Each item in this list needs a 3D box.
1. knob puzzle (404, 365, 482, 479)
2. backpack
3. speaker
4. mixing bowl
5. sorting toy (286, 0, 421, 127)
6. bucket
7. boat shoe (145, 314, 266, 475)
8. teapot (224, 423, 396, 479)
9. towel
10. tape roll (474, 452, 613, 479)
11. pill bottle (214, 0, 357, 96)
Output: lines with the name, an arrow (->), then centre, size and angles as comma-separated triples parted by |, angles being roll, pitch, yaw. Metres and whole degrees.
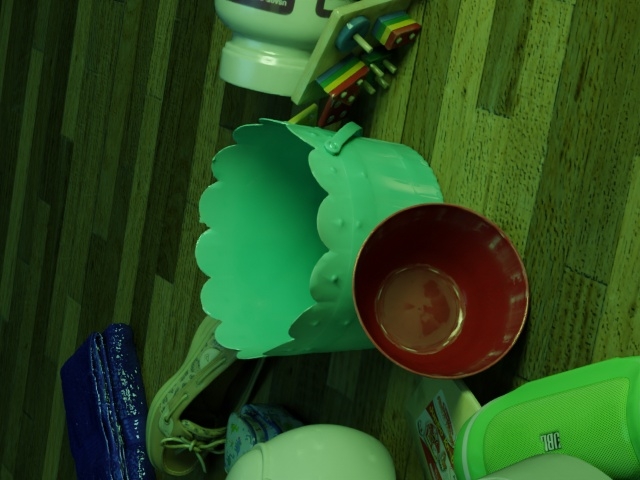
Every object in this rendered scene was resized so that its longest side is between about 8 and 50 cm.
knob puzzle -> 0.146, 0.215, 1.537 | 0.213, 0.030, 0.213 | 172, 90, -73
backpack -> -0.066, 0.263, 1.848 | 0.114, 0.084, 0.105 | 25, 111, 53
speaker -> 0.247, 0.177, 1.319 | 0.296, 0.131, 0.131 | -27, 65, 54
mixing bowl -> 0.112, 0.061, 1.526 | 0.098, 0.181, 0.181 | 123, 142, -71
sorting toy -> 0.043, -0.201, 1.679 | 0.046, 0.132, 0.274 | 46, 132, 20
bucket -> 0.000, 0.000, 1.672 | 0.281, 0.183, 0.281 | -8, 80, 57
boat shoe -> -0.151, 0.214, 1.969 | 0.089, 0.104, 0.285 | 58, 134, 46
teapot -> -0.040, 0.310, 1.652 | 0.252, 0.187, 0.256 | -97, 25, -61
towel -> -0.335, 0.301, 2.280 | 0.227, 0.076, 0.308 | -39, 56, 49
tape roll -> 0.196, 0.294, 1.260 | 0.219, 0.072, 0.219 | 27, 124, 49
pill bottle -> -0.033, -0.327, 1.762 | 0.169, 0.169, 0.301 | 32, 113, 54
